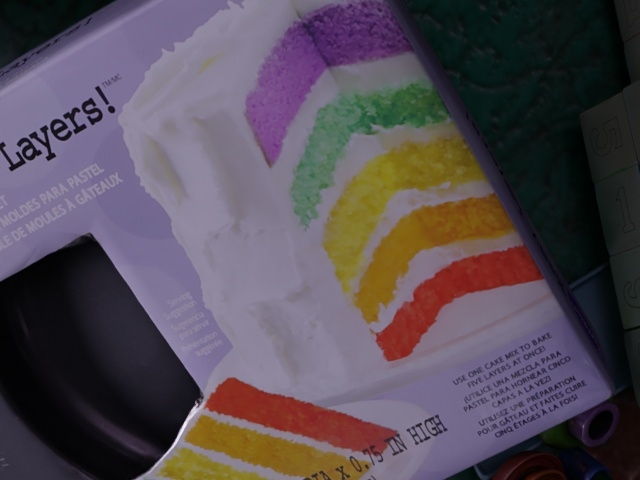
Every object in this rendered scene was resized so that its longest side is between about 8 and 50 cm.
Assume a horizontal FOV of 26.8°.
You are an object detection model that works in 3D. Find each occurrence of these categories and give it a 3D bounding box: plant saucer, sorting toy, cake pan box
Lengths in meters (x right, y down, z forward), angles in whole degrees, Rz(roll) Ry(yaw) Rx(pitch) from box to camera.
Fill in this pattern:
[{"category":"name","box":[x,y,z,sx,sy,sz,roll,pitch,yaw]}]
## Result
[{"category":"plant saucer","box":[0.146,0.058,0.753,0.192,0.018,0.067,-29,91,-20]},{"category":"sorting toy","box":[0.134,0.118,0.711,0.061,0.042,0.102,33,91,-41]},{"category":"cake pan box","box":[-0.046,0.017,0.580,0.267,0.070,0.246,-27,106,12]}]

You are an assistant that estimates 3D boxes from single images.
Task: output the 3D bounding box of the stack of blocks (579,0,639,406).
[{"category":"stack of blocks","box":[0.242,-0.067,0.755,0.171,0.087,0.297,-4,79,-25]}]
